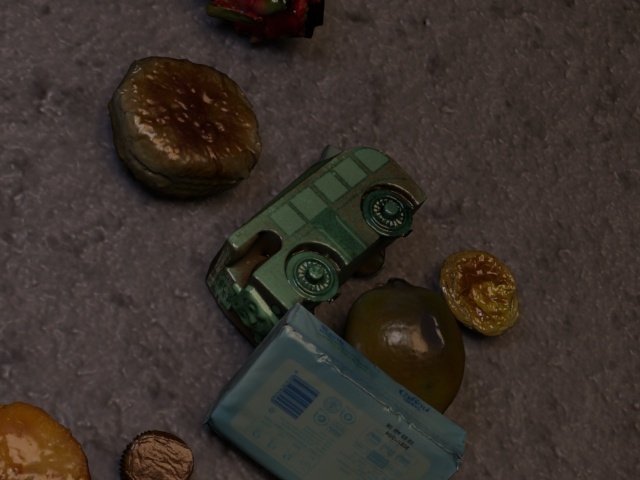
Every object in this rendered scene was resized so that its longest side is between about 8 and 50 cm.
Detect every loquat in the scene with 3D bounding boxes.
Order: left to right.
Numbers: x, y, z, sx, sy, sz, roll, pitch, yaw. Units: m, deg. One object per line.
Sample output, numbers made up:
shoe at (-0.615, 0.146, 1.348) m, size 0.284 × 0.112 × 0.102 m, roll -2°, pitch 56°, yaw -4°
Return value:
loquat at (0.107, 0.142, 1.693) m, size 0.152 × 0.152 × 0.195 m, roll -5°, pitch 77°, yaw -30°

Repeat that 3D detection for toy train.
toy train at (0.000, 0.000, 1.715) m, size 0.159 × 0.129 × 0.326 m, roll 46°, pitch 54°, yaw 7°

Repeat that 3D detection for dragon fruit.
dragon fruit at (-0.082, -0.345, 1.822) m, size 0.172 × 0.166 × 0.160 m, roll 0°, pitch 106°, yaw 4°

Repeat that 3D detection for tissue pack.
tissue pack at (0.018, 0.218, 1.587) m, size 0.263 × 0.177 × 0.089 m, roll 36°, pitch 26°, yaw -8°

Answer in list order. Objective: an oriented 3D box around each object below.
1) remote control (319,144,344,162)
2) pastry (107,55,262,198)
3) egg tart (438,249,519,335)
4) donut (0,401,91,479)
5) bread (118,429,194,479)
remote control at (0.055, -0.085, 1.850) m, size 0.124 × 0.018 × 0.053 m, roll 27°, pitch 55°, yaw -15°
pastry at (-0.175, -0.145, 1.710) m, size 0.192 × 0.093 × 0.182 m, roll 2°, pitch 65°, yaw -32°
egg tart at (0.209, 0.074, 1.833) m, size 0.130 × 0.052 × 0.130 m, roll 13°, pitch 61°, yaw -24°
donut at (-0.350, 0.286, 1.390) m, size 0.253 × 0.118 × 0.253 m, roll 10°, pitch 65°, yaw -23°
bread at (-0.186, 0.256, 1.532) m, size 0.085 × 0.053 × 0.085 m, roll 2°, pitch 81°, yaw -13°
